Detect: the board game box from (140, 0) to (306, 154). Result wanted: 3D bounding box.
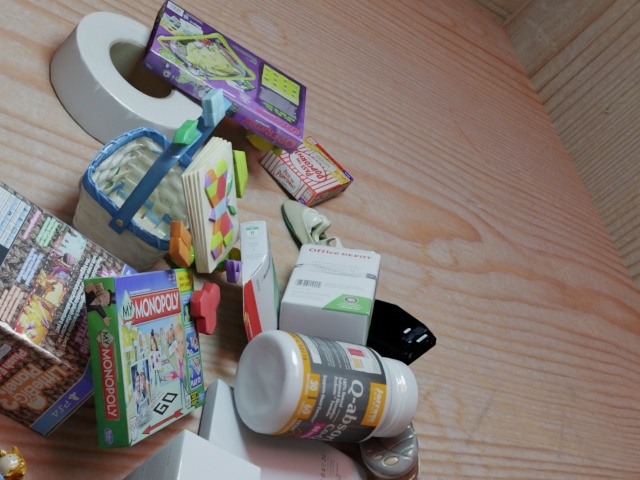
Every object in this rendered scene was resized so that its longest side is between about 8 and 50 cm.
[{"bbox_3d":[-0.182,-0.327,1.956,0.346,0.056,0.208,30,31,-21],"label":"board game box"}]

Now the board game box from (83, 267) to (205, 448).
[{"bbox_3d":[-0.236,0.149,1.361,0.317,0.046,0.214,-5,90,-80],"label":"board game box"}]

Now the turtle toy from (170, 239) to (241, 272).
[{"bbox_3d":[-0.206,0.020,1.732,0.130,0.066,0.095,5,34,-47],"label":"turtle toy"}]

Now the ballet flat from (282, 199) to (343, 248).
[{"bbox_3d":[0.000,0.000,2.009,0.086,0.086,0.248,8,48,-48],"label":"ballet flat"}]

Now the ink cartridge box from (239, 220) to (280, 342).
[{"bbox_3d":[-0.100,0.106,1.683,0.225,0.056,0.181,-99,-179,-45],"label":"ink cartridge box"}]

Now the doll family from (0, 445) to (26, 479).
[{"bbox_3d":[-0.398,0.304,1.144,0.263,0.118,0.163,41,32,24],"label":"doll family"}]

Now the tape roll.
[{"bbox_3d":[-0.362,-0.295,1.857,0.286,0.100,0.286,32,34,-25],"label":"tape roll"}]

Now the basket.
[{"bbox_3d":[-0.262,-0.090,1.562,0.201,0.289,0.255,44,30,-6],"label":"basket"}]

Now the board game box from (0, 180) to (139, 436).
[{"bbox_3d":[-0.421,0.076,1.315,0.291,0.141,0.232,37,32,-20],"label":"board game box"}]

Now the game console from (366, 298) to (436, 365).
[{"bbox_3d":[0.040,0.198,1.802,0.213,0.044,0.361,26,34,31],"label":"game console"}]

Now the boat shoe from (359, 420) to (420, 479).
[{"bbox_3d":[0.111,0.332,1.766,0.324,0.123,0.116,-94,169,-58],"label":"boat shoe"}]

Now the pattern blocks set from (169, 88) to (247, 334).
[{"bbox_3d":[-0.163,-0.050,1.495,0.285,0.026,0.325,-69,157,-48],"label":"pattern blocks set"}]

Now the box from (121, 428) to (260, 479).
[{"bbox_3d":[-0.181,0.348,1.288,0.130,0.170,0.091,34,33,-25],"label":"box"}]

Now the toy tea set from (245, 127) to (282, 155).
[{"bbox_3d":[-0.198,-0.302,2.082,0.336,0.124,0.200,42,37,-1],"label":"toy tea set"}]

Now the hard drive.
[{"bbox_3d":[-0.057,0.377,1.546,0.318,0.040,0.210,35,33,-23],"label":"hard drive"}]

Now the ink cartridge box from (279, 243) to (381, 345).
[{"bbox_3d":[0.022,0.103,1.825,0.160,0.093,0.219,8,28,7],"label":"ink cartridge box"}]

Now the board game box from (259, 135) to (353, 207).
[{"bbox_3d":[-0.028,-0.153,2.168,0.147,0.045,0.193,45,29,9],"label":"board game box"}]

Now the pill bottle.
[{"bbox_3d":[0.014,0.239,1.573,0.278,0.162,0.162,14,44,-37],"label":"pill bottle"}]
